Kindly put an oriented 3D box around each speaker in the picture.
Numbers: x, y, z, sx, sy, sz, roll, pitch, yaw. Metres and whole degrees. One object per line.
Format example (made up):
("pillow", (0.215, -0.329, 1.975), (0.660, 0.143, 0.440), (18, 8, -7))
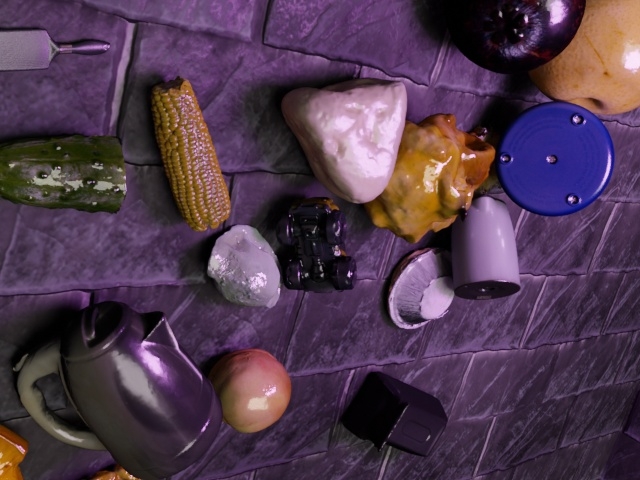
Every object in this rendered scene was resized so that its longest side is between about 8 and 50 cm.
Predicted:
("speaker", (0.229, 0.492, 2.022), (0.388, 0.184, 0.180), (33, 89, -46))

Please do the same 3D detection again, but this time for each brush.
("brush", (-0.416, -0.295, 1.167), (0.193, 0.016, 0.063), (-12, 120, -36))

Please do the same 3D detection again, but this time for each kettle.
("kettle", (-0.384, 0.262, 1.379), (0.321, 0.228, 0.324), (-20, 125, 6))
("kettle", (0.407, 0.024, 1.914), (0.221, 0.161, 0.236), (73, 14, -69))

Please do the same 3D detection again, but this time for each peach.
("peach", (-0.150, 0.318, 1.611), (0.184, 0.184, 0.184), (-20, 124, -32))

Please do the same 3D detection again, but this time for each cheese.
("cheese", (0.036, -0.195, 1.497), (0.251, 0.174, 0.247), (-10, 109, -38))

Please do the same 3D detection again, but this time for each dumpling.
("dumpling", (-0.138, 0.063, 1.532), (0.152, 0.108, 0.219), (-56, 139, -2))

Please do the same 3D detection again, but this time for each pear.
("pear", (0.644, -0.462, 1.763), (0.348, 0.348, 0.348), (-20, 124, -32))

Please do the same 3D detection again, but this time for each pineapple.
("pineapple", (0.398, -0.191, 1.908), (0.221, 0.047, 0.221), (-19, 126, -29))

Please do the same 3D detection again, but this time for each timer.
("timer", (0.608, -0.206, 1.931), (0.383, 0.270, 0.270), (-14, 125, -67))

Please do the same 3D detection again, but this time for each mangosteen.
("mangosteen", (0.405, -0.503, 1.594), (0.300, 0.300, 0.300), (-20, 124, -32))

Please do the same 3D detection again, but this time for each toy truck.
("toy truck", (0.000, 0.000, 1.604), (0.165, 0.147, 0.224), (-67, 151, -55))

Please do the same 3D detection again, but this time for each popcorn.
("popcorn", (0.238, -0.140, 1.650), (0.316, 0.281, 0.297), (-29, 146, -11))

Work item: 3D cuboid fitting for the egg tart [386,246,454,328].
("egg tart", (0.272, 0.129, 1.931), (0.234, 0.094, 0.234), (-21, 127, -31))

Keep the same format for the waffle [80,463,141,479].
("waffle", (-0.451, 0.602, 1.521), (0.324, 0.151, 0.261), (-20, 119, -36))

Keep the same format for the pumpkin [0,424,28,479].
("pumpkin", (-0.629, 0.427, 1.302), (0.258, 0.095, 0.290), (-10, 112, -29))

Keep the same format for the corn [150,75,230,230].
("corn", (-0.230, -0.136, 1.352), (0.101, 0.101, 0.310), (-32, 131, -24))

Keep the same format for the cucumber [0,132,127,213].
("cucumber", (-0.431, -0.105, 1.184), (0.244, 0.134, 0.134), (1, 111, -38))
